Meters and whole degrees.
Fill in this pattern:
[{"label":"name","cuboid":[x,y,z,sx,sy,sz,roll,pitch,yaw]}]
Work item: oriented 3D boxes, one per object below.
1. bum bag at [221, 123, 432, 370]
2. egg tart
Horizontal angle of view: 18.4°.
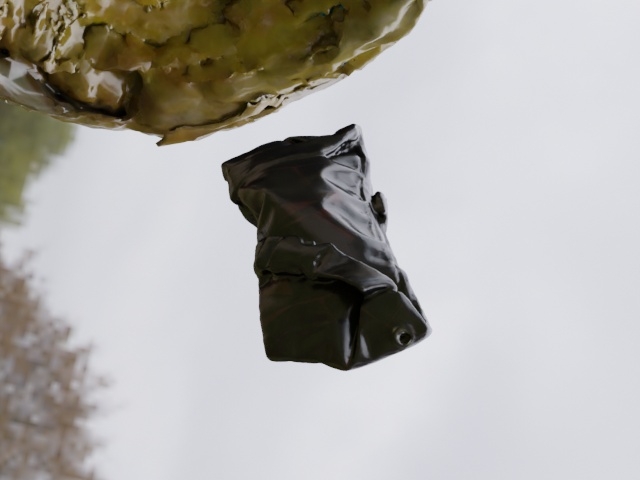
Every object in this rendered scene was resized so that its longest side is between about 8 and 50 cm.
[{"label":"bum bag","cuboid":[0.000,0.001,0.680,0.124,0.058,0.034,-104,-173,-53]},{"label":"egg tart","cuboid":[-0.065,-0.174,0.937,0.291,0.291,0.107,-58,-149,37]}]
